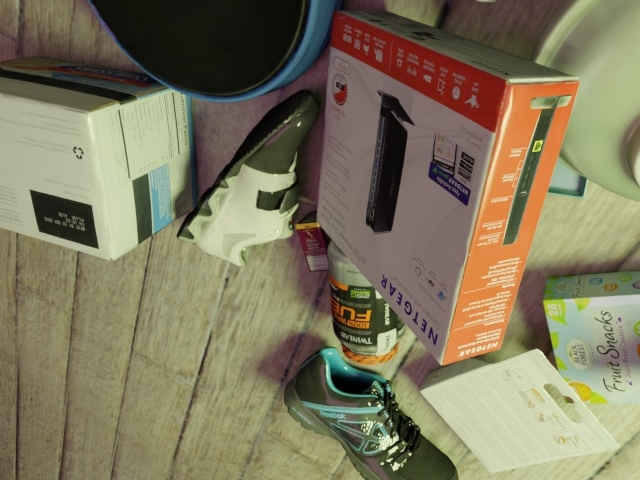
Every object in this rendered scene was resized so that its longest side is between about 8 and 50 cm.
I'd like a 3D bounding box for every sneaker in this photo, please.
[{"bbox_3d":[-0.078,-0.082,0.872,0.146,0.122,0.330,34,127,-15],"label":"sneaker"},{"bbox_3d":[0.098,0.320,0.976,0.340,0.125,0.140,32,120,6],"label":"sneaker"}]

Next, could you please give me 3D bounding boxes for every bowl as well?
[{"bbox_3d":[-0.160,-0.360,0.730,0.391,0.077,0.391,16,132,18],"label":"bowl"}]

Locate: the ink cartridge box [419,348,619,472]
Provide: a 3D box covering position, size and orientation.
[{"bbox_3d":[0.296,0.254,0.867,0.189,0.066,0.232,49,130,-3],"label":"ink cartridge box"}]

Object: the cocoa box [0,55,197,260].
[{"bbox_3d":[-0.405,-0.149,0.915,0.347,0.228,0.232,14,120,20],"label":"cocoa box"}]

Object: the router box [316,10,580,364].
[{"bbox_3d":[0.108,-0.081,0.662,0.335,0.082,0.301,-130,38,-51],"label":"router box"}]

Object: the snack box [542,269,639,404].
[{"bbox_3d":[0.417,0.129,0.748,0.207,0.070,0.175,-8,112,31],"label":"snack box"}]

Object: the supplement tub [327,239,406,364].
[{"bbox_3d":[0.073,0.087,0.869,0.117,0.117,0.190,7,118,23],"label":"supplement tub"}]

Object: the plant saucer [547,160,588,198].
[{"bbox_3d":[0.248,-0.101,0.744,0.192,0.018,0.067,10,119,21],"label":"plant saucer"}]

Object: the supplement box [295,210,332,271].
[{"bbox_3d":[0.000,0.000,0.898,0.043,0.055,0.083,-5,114,29],"label":"supplement box"}]

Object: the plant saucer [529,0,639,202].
[{"bbox_3d":[0.385,-0.109,0.487,0.400,0.101,0.400,11,155,5],"label":"plant saucer"}]
